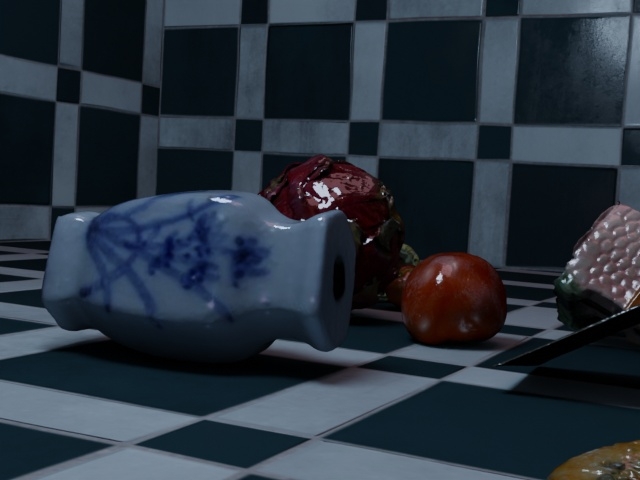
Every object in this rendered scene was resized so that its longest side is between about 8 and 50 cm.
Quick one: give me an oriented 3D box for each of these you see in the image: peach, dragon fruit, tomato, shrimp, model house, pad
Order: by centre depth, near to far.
[{"bbox_3d":[0.269,0.194,0.740,0.187,0.052,0.132,-7,12,15],"label":"shrimp"},{"bbox_3d":[0.416,0.092,1.238,0.367,0.007,0.247,-27,-17,22],"label":"pad"},{"bbox_3d":[0.221,0.096,1.582,0.187,0.152,0.187,8,6,-1],"label":"tomato"},{"bbox_3d":[0.560,0.104,1.657,0.237,0.202,0.237,32,-18,33],"label":"model house"},{"bbox_3d":[0.001,0.000,1.813,0.329,0.330,0.329,3,3,0],"label":"dragon fruit"},{"bbox_3d":[0.184,0.101,2.010,0.100,0.101,0.101,3,3,0],"label":"peach"}]

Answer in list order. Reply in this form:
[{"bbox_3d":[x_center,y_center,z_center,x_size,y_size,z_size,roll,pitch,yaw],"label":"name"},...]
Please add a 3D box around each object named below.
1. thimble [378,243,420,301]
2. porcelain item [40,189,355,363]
[{"bbox_3d":[0.118,0.067,2.162,0.190,0.138,0.143,-13,10,-16],"label":"thimble"},{"bbox_3d":[-0.166,0.045,1.312,0.404,0.243,0.178,2,-16,17],"label":"porcelain item"}]
